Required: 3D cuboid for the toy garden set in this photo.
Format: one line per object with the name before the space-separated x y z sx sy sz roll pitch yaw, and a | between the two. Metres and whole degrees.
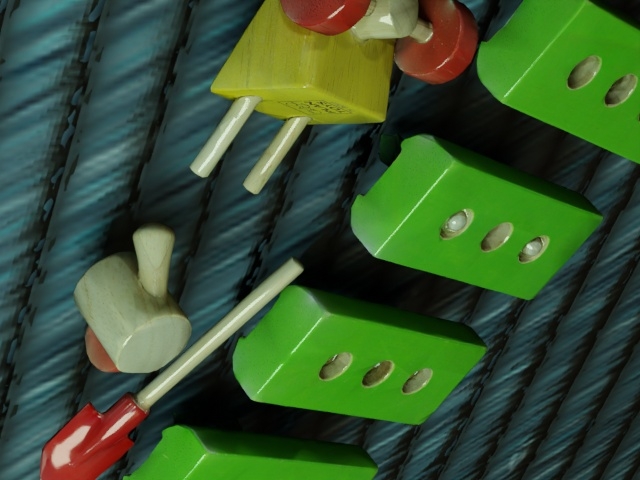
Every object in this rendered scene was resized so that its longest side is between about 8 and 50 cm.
toy garden set | 0.000 0.000 0.607 0.244 0.049 0.204 -50 146 18
